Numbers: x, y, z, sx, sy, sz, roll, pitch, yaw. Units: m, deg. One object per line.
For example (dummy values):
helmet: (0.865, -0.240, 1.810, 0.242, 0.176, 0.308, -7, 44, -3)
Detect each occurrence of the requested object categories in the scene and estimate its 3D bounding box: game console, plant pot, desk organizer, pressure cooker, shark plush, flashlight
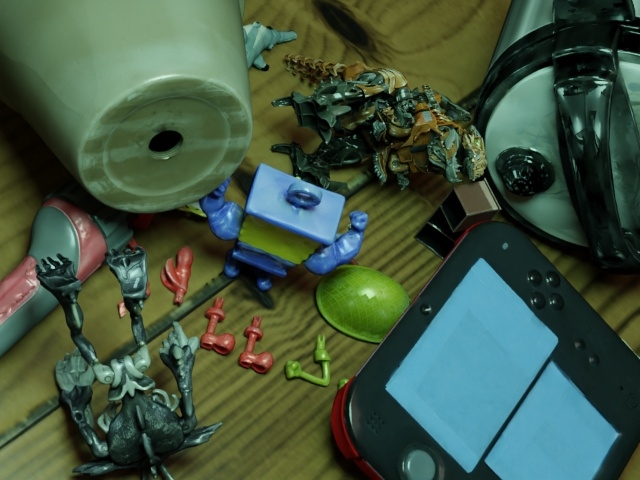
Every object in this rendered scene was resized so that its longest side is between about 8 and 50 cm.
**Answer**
game console: (0.220, 0.195, 1.532, 0.342, 0.060, 0.386, 44, 57, -4)
plant pot: (-0.205, -0.189, 1.415, 0.323, 0.323, 0.280, -4, 46, -27)
desk organizer: (0.171, -0.022, 1.645, 0.050, 0.130, 0.047, -12, 66, -28)
pressure cooker: (0.394, -0.179, 1.697, 0.370, 0.375, 0.420, 33, 47, -10)
shark plush: (-0.094, -0.251, 1.736, 0.067, 0.073, 0.161, 63, 32, -4)
flashlight: (-0.331, 0.051, 1.384, 0.103, 0.103, 0.304, 25, 48, 25)

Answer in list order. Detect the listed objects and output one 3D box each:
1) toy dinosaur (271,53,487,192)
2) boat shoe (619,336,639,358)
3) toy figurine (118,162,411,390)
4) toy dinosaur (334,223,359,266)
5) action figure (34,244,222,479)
toy dinosaur: (0.062, -0.149, 1.661, 0.218, 0.322, 0.164, -28, 117, -28)
boat shoe: (0.385, 0.161, 1.683, 0.137, 0.049, 0.043, 38, 54, -5)
toy figurine: (-0.029, 0.021, 1.469, 0.362, 0.217, 0.191, 23, 53, -10)
toy dinosaur: (0.000, 0.000, 1.610, 0.082, 0.047, 0.090, -14, 76, -12)
action figure: (-0.199, 0.137, 1.350, 0.164, 0.276, 0.141, -13, 25, -5)
